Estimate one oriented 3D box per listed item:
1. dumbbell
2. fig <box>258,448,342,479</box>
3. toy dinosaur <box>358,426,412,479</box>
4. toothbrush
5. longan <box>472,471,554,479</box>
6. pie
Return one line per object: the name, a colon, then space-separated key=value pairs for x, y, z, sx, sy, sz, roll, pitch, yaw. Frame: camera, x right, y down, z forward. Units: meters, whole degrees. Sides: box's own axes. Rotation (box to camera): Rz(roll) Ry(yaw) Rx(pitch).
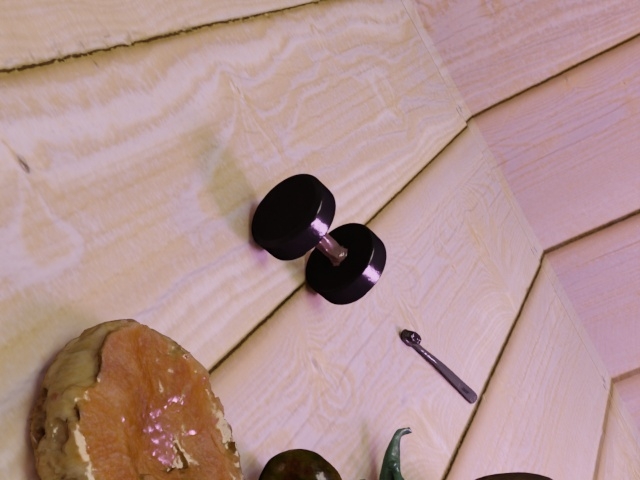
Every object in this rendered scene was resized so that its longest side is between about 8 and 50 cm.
dumbbell: x=0.000 y=0.000 z=1.780 sx=0.218 sy=0.152 sz=0.152 roll=42 pitch=33 yaw=-39
fig: x=-0.007 y=0.373 z=1.458 sx=0.185 sy=0.126 sz=0.133 roll=24 pitch=33 yaw=-48
toy dinosaur: x=0.105 y=0.422 z=1.676 sx=0.120 sy=0.079 sz=0.292 roll=48 pitch=32 yaw=-41
toothbrush: x=0.259 y=0.271 z=2.158 sx=0.297 sy=0.031 sz=0.030 roll=45 pitch=57 yaw=-37
longan: x=0.346 y=0.572 z=1.737 sx=0.361 sy=0.361 sz=0.361 roll=43 pitch=32 yaw=-36
pie: x=-0.211 y=0.249 z=1.233 sx=0.339 sy=0.083 sz=0.339 roll=41 pitch=33 yaw=-34
